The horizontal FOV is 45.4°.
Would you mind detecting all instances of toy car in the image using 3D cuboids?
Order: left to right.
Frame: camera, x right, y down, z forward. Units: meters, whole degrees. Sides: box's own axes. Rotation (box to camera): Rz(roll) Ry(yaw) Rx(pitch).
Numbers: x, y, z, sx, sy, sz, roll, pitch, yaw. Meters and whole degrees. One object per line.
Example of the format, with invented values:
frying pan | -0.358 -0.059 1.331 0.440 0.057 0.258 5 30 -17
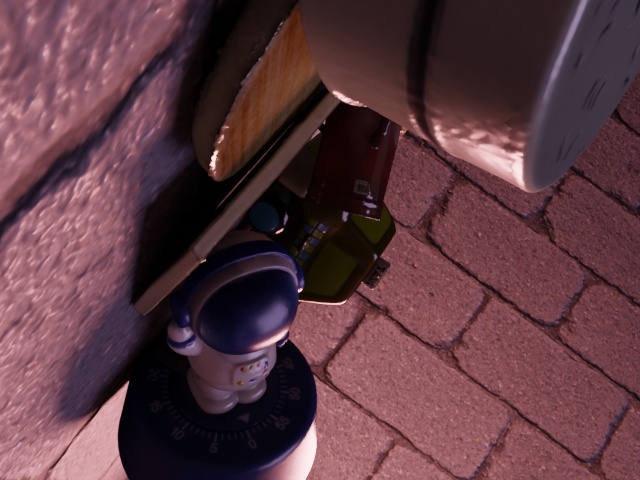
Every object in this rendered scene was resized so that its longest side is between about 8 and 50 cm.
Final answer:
toy car | 0.000 0.000 1.052 0.248 0.198 0.204 -56 177 33

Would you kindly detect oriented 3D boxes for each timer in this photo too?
timer | -0.113 0.144 0.930 0.270 0.270 0.384 -51 161 -42

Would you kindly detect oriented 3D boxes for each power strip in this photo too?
power strip | 0.147 -0.202 0.474 0.357 0.161 0.358 -48 157 -28

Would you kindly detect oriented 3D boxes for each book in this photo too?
book | -0.055 -0.066 0.741 0.310 0.021 0.217 -52 -171 -29

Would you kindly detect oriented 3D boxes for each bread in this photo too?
bread | -0.012 -0.158 0.564 0.267 0.040 0.267 -54 178 -3

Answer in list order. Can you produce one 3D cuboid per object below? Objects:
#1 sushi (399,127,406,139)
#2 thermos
sushi | 0.173 -0.280 1.723 0.150 0.078 0.090 -53 177 0
thermos | 0.054 -0.145 0.887 0.124 0.098 0.232 -154 -102 -70
